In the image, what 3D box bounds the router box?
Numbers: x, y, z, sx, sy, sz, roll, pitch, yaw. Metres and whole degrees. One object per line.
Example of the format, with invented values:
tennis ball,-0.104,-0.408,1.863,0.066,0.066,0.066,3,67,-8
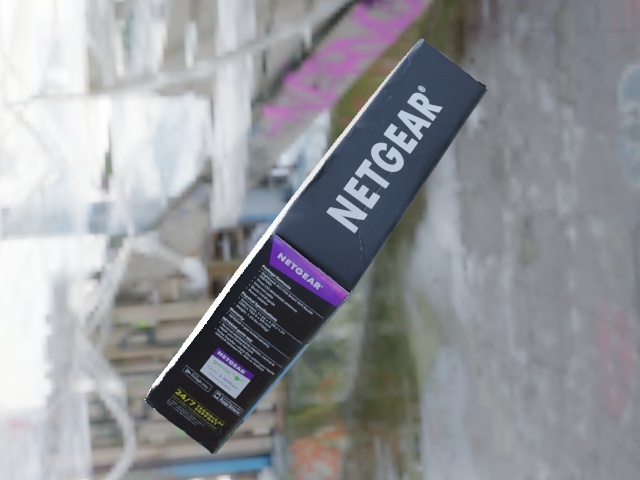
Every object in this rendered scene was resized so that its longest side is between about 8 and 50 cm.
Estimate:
router box,0.000,0.000,0.747,0.133,0.046,0.179,-51,2,42
